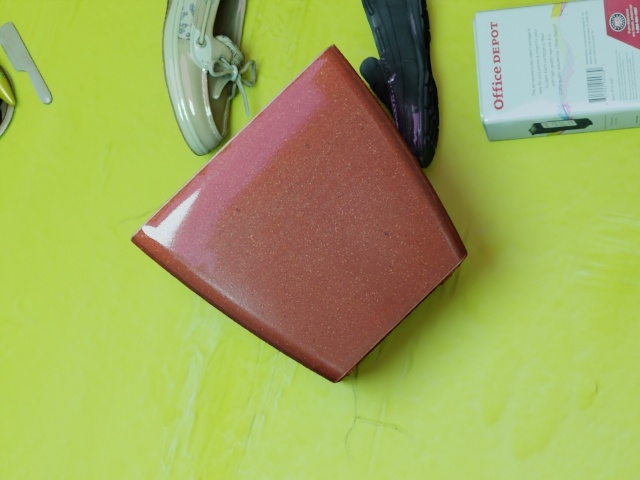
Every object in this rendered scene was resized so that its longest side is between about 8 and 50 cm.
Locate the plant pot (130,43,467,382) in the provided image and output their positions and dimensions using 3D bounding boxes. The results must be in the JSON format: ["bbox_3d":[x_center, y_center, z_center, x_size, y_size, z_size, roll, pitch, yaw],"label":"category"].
[{"bbox_3d":[0.000,0.000,1.633,0.267,0.267,0.236,-44,86,-2],"label":"plant pot"}]

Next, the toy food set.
[{"bbox_3d":[-0.411,-0.160,1.845,0.192,0.038,0.132,-33,73,1],"label":"toy food set"}]

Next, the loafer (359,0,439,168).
[{"bbox_3d":[0.082,-0.179,1.746,0.078,0.076,0.223,-10,70,13],"label":"loafer"}]

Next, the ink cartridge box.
[{"bbox_3d":[0.254,-0.181,1.713,0.175,0.072,0.127,-5,76,9],"label":"ink cartridge box"}]

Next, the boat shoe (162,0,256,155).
[{"bbox_3d":[-0.117,-0.233,1.776,0.089,0.104,0.285,-5,75,12],"label":"boat shoe"}]
